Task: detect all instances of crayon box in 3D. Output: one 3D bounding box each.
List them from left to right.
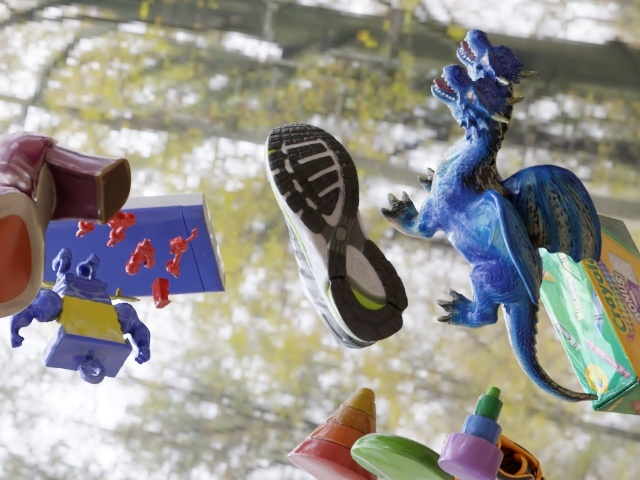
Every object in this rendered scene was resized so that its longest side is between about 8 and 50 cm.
[{"bbox_3d":[0.379,0.093,2.084,0.165,0.081,0.278,11,-132,-44],"label":"crayon box"}]

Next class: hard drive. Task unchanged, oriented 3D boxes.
[{"bbox_3d":[-0.313,0.016,2.342,0.210,0.319,0.040,80,-172,-53],"label":"hard drive"}]

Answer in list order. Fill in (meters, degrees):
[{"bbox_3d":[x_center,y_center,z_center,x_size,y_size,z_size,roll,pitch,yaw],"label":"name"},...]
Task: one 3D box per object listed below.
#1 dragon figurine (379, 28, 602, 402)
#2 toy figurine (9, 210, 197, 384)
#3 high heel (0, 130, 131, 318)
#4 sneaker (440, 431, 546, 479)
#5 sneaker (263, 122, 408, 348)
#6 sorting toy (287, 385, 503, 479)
[{"bbox_3d":[0.138,-0.001,1.121,0.085,0.144,0.289,-31,-85,-36],"label":"dragon figurine"},{"bbox_3d":[-0.330,0.086,2.124,0.362,0.191,0.217,14,-134,-33],"label":"toy figurine"},{"bbox_3d":[-0.341,-0.016,1.543,0.377,0.181,0.127,-37,-47,-66],"label":"high heel"},{"bbox_3d":[0.246,0.304,1.975,0.215,0.083,0.084,38,-137,-26],"label":"sneaker"},{"bbox_3d":[0.000,0.000,1.889,0.300,0.111,0.121,70,155,18],"label":"sneaker"},{"bbox_3d":[0.102,0.222,1.881,0.127,0.365,0.126,33,-115,-23],"label":"sorting toy"}]
